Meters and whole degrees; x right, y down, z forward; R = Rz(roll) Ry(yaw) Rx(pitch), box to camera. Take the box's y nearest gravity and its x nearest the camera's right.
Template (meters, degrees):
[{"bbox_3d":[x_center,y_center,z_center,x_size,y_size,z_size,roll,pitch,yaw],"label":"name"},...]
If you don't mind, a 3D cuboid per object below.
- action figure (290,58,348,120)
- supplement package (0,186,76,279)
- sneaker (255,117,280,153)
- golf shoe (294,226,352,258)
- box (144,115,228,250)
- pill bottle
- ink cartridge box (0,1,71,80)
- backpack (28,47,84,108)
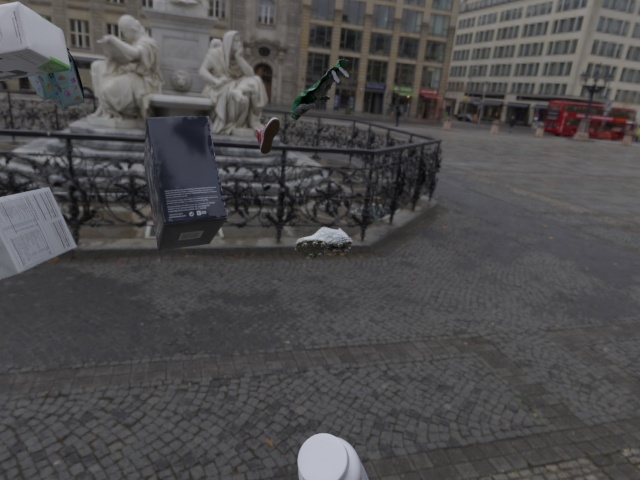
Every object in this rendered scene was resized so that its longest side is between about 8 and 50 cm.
[{"bbox_3d":[-0.017,-0.413,1.303,0.137,0.063,0.232,-41,9,-39],"label":"action figure"},{"bbox_3d":[-0.863,-0.008,1.246,0.199,0.198,0.263,-17,13,7],"label":"supplement package"},{"bbox_3d":[-0.151,-0.311,1.289,0.042,0.118,0.067,2,49,-29],"label":"sneaker"},{"bbox_3d":[0.000,0.000,1.281,0.176,0.069,0.086,-1,43,-29],"label":"golf shoe"},{"bbox_3d":[-0.428,-0.162,1.402,0.178,0.313,0.343,-8,-11,-24],"label":"box"},{"bbox_3d":[0.018,0.333,0.645,0.087,0.160,0.087,-8,48,9],"label":"pill bottle"},{"bbox_3d":[-0.819,-0.485,1.142,0.272,0.115,0.198,-9,7,0],"label":"ink cartridge box"},{"bbox_3d":[-0.863,-0.527,1.484,0.144,0.188,0.166,-37,54,-27],"label":"backpack"}]
